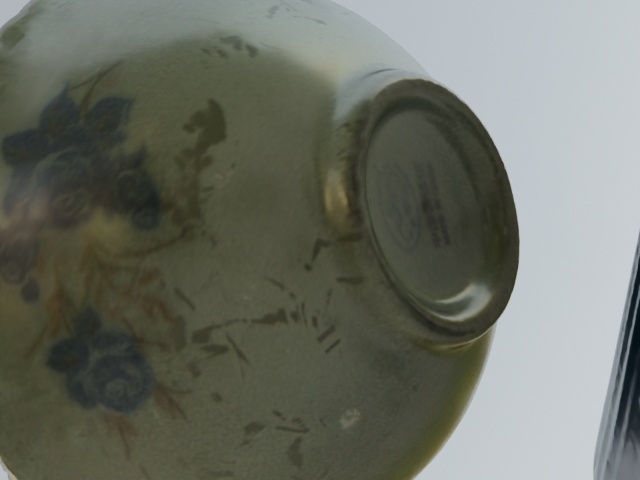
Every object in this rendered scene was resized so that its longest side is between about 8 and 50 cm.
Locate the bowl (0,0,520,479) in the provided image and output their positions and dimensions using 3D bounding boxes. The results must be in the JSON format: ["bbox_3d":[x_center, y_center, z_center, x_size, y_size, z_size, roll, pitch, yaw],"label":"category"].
[{"bbox_3d":[0.000,0.000,0.496,0.313,0.146,0.313,15,-111,-42],"label":"bowl"}]

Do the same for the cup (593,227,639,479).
[{"bbox_3d":[0.179,0.050,0.362,0.131,0.176,0.155,-49,-36,-31],"label":"cup"}]
